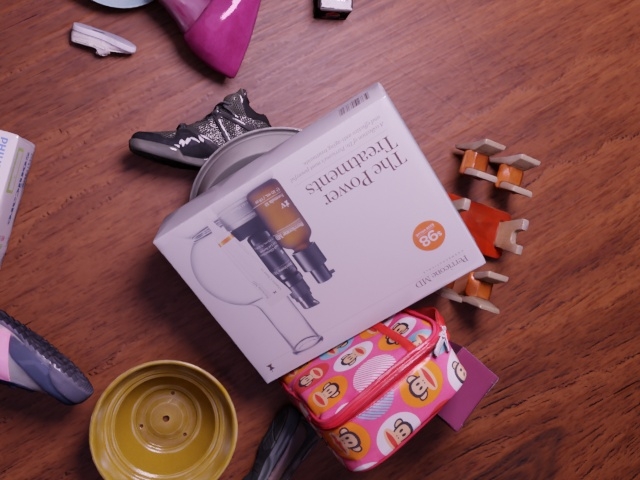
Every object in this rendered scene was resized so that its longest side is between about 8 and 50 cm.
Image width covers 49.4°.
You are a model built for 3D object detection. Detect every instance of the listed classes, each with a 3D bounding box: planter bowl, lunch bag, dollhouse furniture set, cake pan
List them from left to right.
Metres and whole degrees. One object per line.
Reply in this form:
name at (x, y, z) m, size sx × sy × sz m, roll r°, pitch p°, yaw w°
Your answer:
planter bowl at (-0.240, 0.286, 1.078) m, size 0.217 × 0.090 × 0.217 m, roll 0°, pitch 90°, yaw -11°
cake pan at (-0.060, -0.026, 1.068) m, size 0.293 × 0.054 × 0.293 m, roll 0°, pitch 114°, yaw -1°
lunch bag at (0.083, 0.188, 1.035) m, size 0.258 × 0.293 × 0.120 m, roll -37°, pitch 105°, yaw -11°
dollhouse furniture set at (0.207, -0.039, 1.161) m, size 0.259 × 0.135 × 0.262 m, roll 17°, pitch 87°, yaw -22°

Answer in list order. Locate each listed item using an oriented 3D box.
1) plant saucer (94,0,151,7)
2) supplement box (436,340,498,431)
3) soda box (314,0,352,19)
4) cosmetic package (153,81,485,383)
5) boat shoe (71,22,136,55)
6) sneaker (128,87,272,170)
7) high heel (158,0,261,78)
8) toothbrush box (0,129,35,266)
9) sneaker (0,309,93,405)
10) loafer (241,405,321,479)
plant saucer at (-0.314, -0.456, 1.081) m, size 0.194 × 0.037 × 0.195 m, roll -1°, pitch 93°, yaw -14°
supplement box at (0.184, 0.213, 1.105) m, size 0.081 × 0.188 × 0.104 m, roll 42°, pitch 83°, yaw -12°
soda box at (0.021, -0.454, 1.140) m, size 0.060 × 0.053 × 0.169 m, roll -1°, pitch 91°, yaw -11°
cosmetic package at (0.000, 0.000, 0.999) m, size 0.377 × 0.097 × 0.284 m, roll -31°, pitch 112°, yaw 12°
boat shoe at (-0.340, -0.306, 1.087) m, size 0.100 × 0.035 × 0.035 m, roll 17°, pitch 115°, yaw -14°
sneaker at (-0.181, -0.174, 1.090) m, size 0.227 × 0.087 × 0.130 m, roll 3°, pitch 88°, yaw -14°
high heel at (-0.079, -0.439, 1.104) m, size 0.377 × 0.127 × 0.181 m, roll -43°, pitch 111°, yaw -4°
toothbrush box at (-0.588, -0.087, 0.995) m, size 0.283 × 0.122 × 0.206 m, roll 16°, pitch 88°, yaw -12°
sneaker at (-0.492, 0.172, 1.021) m, size 0.319 × 0.112 × 0.131 m, roll 34°, pitch 80°, yaw -1°
loafer at (-0.082, 0.401, 1.110) m, size 0.084 × 0.096 × 0.268 m, roll 31°, pitch 83°, yaw -15°
